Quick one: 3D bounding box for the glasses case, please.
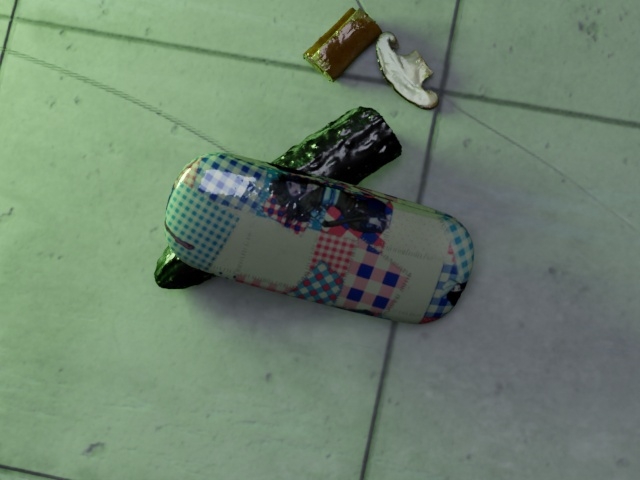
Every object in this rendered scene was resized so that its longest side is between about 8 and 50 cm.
[{"bbox_3d":[0.000,0.000,1.660,0.327,0.076,0.125,15,106,-11],"label":"glasses case"}]

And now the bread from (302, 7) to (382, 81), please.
[{"bbox_3d":[0.025,-0.218,1.772,0.047,0.036,0.083,45,86,2],"label":"bread"}]

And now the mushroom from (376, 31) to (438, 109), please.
[{"bbox_3d":[0.095,-0.186,1.765,0.049,0.019,0.101,-33,85,-1],"label":"mushroom"}]

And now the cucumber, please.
[{"bbox_3d":[-0.053,-0.041,1.719,0.303,0.081,0.072,-34,76,-3],"label":"cucumber"}]
